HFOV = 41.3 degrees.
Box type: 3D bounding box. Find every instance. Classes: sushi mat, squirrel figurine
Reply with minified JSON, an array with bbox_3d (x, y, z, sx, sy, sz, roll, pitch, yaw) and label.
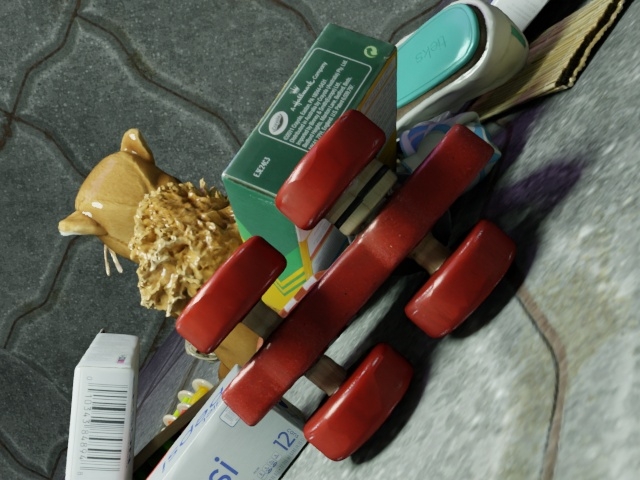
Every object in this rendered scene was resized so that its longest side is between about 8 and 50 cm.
[{"bbox_3d":[0.249,-0.204,0.992,0.151,0.019,0.316,-54,7,-7],"label":"sushi mat"},{"bbox_3d":[-0.164,-0.001,1.189,0.281,0.370,0.397,-54,8,-14],"label":"squirrel figurine"}]

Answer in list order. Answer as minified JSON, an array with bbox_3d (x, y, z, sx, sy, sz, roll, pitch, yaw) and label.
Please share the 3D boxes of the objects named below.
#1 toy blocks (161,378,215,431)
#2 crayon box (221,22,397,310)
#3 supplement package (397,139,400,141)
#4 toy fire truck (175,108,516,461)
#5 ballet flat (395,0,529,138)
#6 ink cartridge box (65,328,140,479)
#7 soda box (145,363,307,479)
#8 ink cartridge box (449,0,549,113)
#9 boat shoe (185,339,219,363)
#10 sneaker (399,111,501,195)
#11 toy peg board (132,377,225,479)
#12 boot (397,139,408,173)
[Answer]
[{"bbox_3d":[-0.233,0.308,1.381,0.123,0.054,0.148,-42,13,51],"label":"toy blocks"},{"bbox_3d":[0.004,-0.043,0.915,0.203,0.083,0.323,-58,-20,-24],"label":"crayon box"},{"bbox_3d":[0.065,-0.246,1.693,0.177,0.175,0.293,-51,8,21],"label":"supplement package"},{"bbox_3d":[0.027,0.027,0.734,0.302,0.169,0.254,-51,0,6],"label":"toy fire truck"},{"bbox_3d":[0.095,-0.179,1.082,0.400,0.139,0.139,-20,30,47],"label":"ballet flat"},{"bbox_3d":[-0.264,0.286,1.040,0.330,0.072,0.323,-168,83,-81],"label":"ink cartridge box"},{"bbox_3d":[-0.134,0.267,0.836,0.286,0.091,0.098,-52,7,0],"label":"soda box"},{"bbox_3d":[0.248,-0.301,1.201,0.307,0.072,0.303,-54,1,39],"label":"ink cartridge box"},{"bbox_3d":[-0.187,0.172,1.554,0.116,0.123,0.324,-60,1,-2],"label":"boat shoe"},{"bbox_3d":[0.143,-0.094,0.929,0.092,0.087,0.228,-33,12,11],"label":"sneaker"},{"bbox_3d":[-0.193,0.297,1.189,0.161,0.079,0.161,-46,-6,38],"label":"toy peg board"},{"bbox_3d":[0.058,-0.102,1.179,0.198,0.076,0.137,-17,-8,-31],"label":"boot"}]
